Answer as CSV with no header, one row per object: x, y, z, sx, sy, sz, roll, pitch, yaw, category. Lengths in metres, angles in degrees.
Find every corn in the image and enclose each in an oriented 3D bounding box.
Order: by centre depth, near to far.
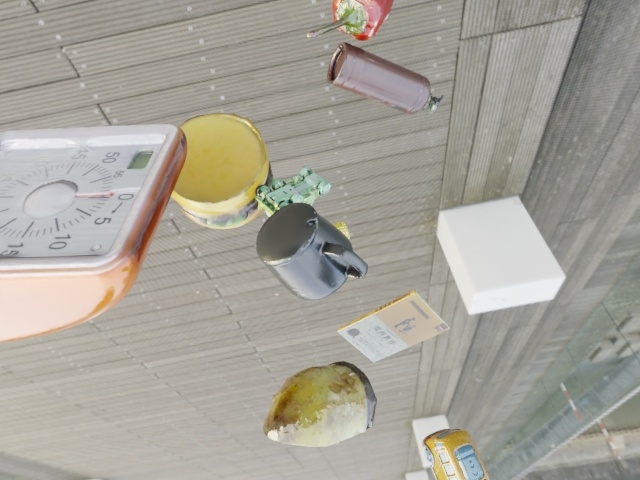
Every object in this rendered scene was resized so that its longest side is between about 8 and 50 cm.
0.000,0.000,1.718,0.244,0.093,0.093,-21,141,-1,corn

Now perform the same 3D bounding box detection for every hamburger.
-0.365,-0.225,1.520,0.396,0.395,0.277,-8,159,-3,hamburger

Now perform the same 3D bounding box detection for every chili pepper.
0.099,-0.544,0.994,0.135,0.338,0.131,-14,134,39,chili pepper

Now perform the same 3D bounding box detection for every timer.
-0.287,-0.028,0.490,0.250,0.257,0.161,-13,132,12,timer

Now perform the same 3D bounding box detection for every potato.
-0.005,0.166,0.437,0.096,0.066,0.103,4,178,32,potato

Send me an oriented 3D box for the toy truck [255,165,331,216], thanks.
-0.094,-0.148,1.466,0.260,0.128,0.135,-34,150,-30,toy truck

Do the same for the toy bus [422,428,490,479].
0.401,0.652,1.218,0.126,0.209,0.136,-9,152,-22,toy bus

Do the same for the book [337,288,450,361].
0.134,0.164,0.784,0.172,0.012,0.118,-33,119,25,book

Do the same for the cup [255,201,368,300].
-0.012,0.023,0.856,0.223,0.169,0.176,7,150,41,cup

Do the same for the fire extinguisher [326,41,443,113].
0.188,-0.403,1.084,0.344,0.138,0.102,11,133,-24,fire extinguisher
